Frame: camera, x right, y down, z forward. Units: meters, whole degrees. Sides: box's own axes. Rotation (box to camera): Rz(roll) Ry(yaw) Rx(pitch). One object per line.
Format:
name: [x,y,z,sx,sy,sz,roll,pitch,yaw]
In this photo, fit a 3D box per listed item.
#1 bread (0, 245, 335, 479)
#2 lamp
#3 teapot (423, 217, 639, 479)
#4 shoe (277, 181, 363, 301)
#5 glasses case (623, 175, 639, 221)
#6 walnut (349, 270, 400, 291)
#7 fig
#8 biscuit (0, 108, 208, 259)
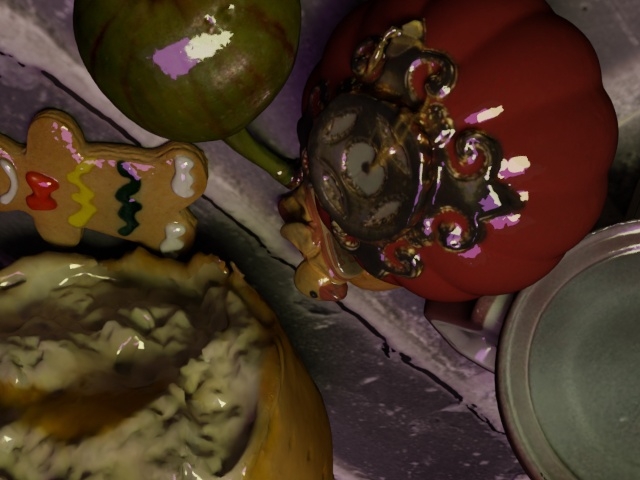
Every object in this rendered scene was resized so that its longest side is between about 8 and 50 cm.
bread: [-0.157,0.178,0.748,0.361,0.250,0.394,11,152,23]
lamp: [0.092,-0.070,0.526,0.227,0.226,0.226,2,134,3]
teapot: [0.235,0.120,0.658,0.315,0.233,0.312,27,169,20]
shoe: [0.001,-0.003,0.674,0.069,0.072,0.109,-20,98,42]
glasses case: [0.310,-0.031,0.641,0.081,0.051,0.204,0,135,4]
walnut: [0.068,0.017,0.710,0.121,0.052,0.091,-20,133,25]
fig: [-0.079,-0.126,0.563,0.152,0.151,0.259,-3,161,8]
biscuit: [-0.225,-0.046,0.687,0.241,0.035,0.158,9,132,-4]
